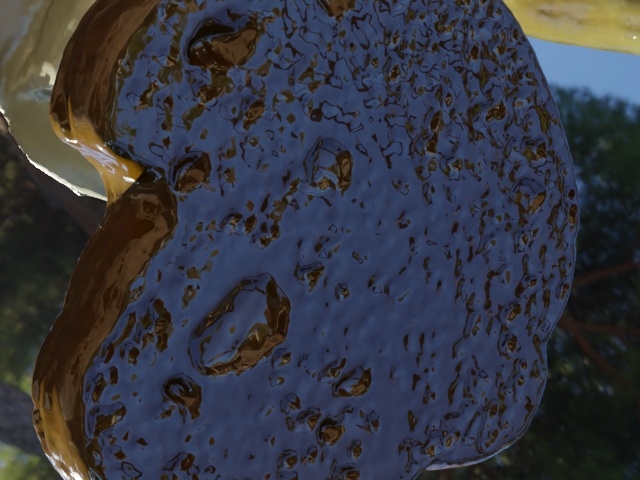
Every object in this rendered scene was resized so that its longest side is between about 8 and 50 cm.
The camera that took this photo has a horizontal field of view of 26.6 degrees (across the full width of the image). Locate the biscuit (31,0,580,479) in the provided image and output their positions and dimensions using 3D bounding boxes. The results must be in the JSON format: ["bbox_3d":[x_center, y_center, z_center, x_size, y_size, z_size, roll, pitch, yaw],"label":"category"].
[{"bbox_3d":[0.000,0.000,0.743,0.381,0.358,0.074,-34,-158,-30],"label":"biscuit"}]

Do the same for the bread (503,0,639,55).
[{"bbox_3d":[0.236,-0.314,1.166,0.341,0.210,0.300,13,-135,16],"label":"bread"}]

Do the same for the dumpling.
[{"bbox_3d":[-0.147,-0.173,1.269,0.315,0.395,0.233,-46,-154,15],"label":"dumpling"}]
